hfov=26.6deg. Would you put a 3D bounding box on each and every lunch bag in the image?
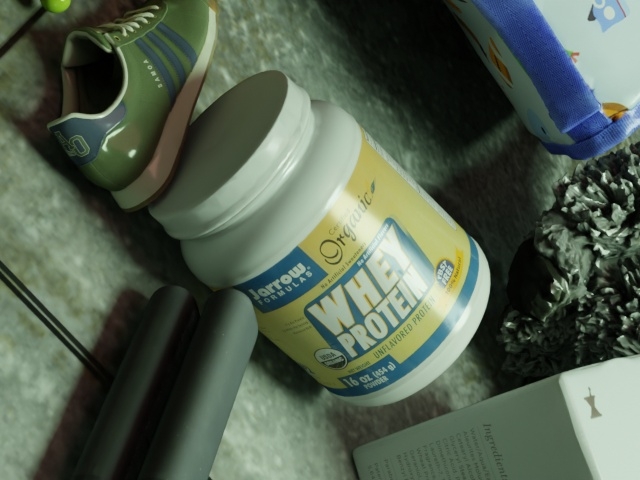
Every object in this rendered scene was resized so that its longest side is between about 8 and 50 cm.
[{"bbox_3d":[0.189,-0.263,1.136,0.328,0.239,0.385,54,29,-7],"label":"lunch bag"}]

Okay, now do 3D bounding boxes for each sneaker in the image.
[{"bbox_3d":[-0.123,-0.118,0.869,0.086,0.064,0.192,40,46,-36],"label":"sneaker"}]

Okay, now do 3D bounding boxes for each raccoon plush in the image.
[{"bbox_3d":[0.347,0.023,1.052,0.446,0.299,0.216,-57,147,-6],"label":"raccoon plush"}]

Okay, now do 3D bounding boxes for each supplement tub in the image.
[{"bbox_3d":[0.000,0.000,0.883,0.199,0.144,0.144,43,42,-26],"label":"supplement tub"}]

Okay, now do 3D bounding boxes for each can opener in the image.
[{"bbox_3d":[-0.097,0.153,0.757,0.283,0.076,0.095,-72,157,-44],"label":"can opener"}]

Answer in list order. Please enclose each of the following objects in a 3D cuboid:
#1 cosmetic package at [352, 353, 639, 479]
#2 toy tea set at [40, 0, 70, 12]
[{"bbox_3d":[0.153,0.179,0.930,0.151,0.183,0.151,-4,72,-51],"label":"cosmetic package"},{"bbox_3d":[-0.183,-0.315,0.908,0.200,0.124,0.336,-19,87,-24],"label":"toy tea set"}]
